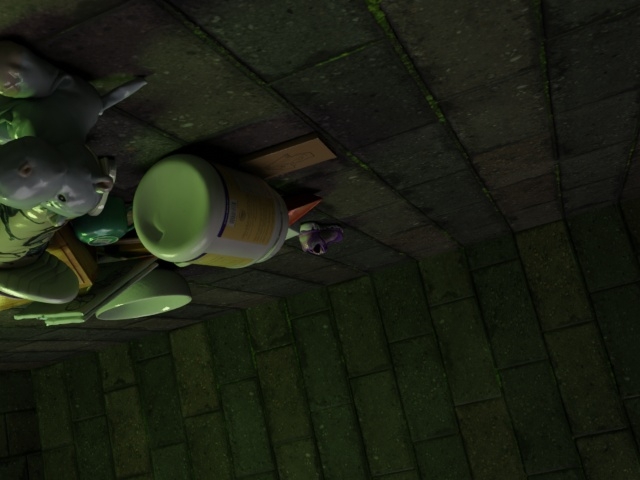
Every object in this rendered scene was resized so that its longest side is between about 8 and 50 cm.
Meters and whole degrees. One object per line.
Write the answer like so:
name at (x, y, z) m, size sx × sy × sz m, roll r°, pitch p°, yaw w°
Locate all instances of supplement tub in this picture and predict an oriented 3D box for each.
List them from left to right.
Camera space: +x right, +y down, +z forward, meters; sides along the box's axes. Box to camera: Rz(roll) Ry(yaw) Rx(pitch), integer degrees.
supplement tub at (-0.243, -0.058, 1.631) m, size 0.241 × 0.241 × 0.331 m, roll -19°, pitch 166°, yaw 25°

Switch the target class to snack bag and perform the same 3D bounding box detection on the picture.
snack bag at (-0.689, 0.148, 2.039) m, size 0.343 × 0.037 × 0.323 m, roll -7°, pitch -155°, yaw 33°

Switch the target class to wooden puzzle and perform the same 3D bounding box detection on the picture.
wooden puzzle at (-0.531, 0.026, 2.078) m, size 0.239 × 0.044 × 0.221 m, roll -10°, pitch 166°, yaw 19°

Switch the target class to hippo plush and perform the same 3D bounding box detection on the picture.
hippo plush at (-0.441, -0.139, 1.091) m, size 0.234 × 0.236 × 0.294 m, roll -21°, pitch 165°, yaw 31°

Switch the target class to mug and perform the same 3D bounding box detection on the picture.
mug at (-0.529, -0.047, 1.716) m, size 0.158 × 0.097 × 0.129 m, roll -12°, pitch 167°, yaw -1°

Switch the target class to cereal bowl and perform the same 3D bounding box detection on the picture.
cereal bowl at (-0.633, 0.176, 2.472) m, size 0.339 × 0.141 × 0.339 m, roll -12°, pitch 167°, yaw -3°

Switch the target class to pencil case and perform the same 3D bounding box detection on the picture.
pencil case at (-0.582, -0.070, 1.431) m, size 0.184 × 0.159 × 0.410 m, roll -22°, pitch 177°, yaw -43°

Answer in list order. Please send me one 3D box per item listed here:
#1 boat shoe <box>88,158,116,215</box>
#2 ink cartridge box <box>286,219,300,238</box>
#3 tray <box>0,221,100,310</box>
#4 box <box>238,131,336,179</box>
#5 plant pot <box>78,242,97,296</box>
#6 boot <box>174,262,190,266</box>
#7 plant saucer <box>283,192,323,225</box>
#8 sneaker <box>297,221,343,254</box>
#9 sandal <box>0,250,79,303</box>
boat shoe at (-0.494, -0.114, 1.513) m, size 0.063 × 0.066 × 0.184 m, roll 6°, pitch 152°, yaw -29°
ink cartridge box at (-0.206, -0.050, 2.177) m, size 0.189 × 0.066 × 0.232 m, roll -21°, pitch 144°, yaw 34°
tray at (-0.792, 0.069, 1.745) m, size 0.411 × 0.076 × 0.202 m, roll -15°, pitch 123°, yaw 12°
box at (-0.075, -0.200, 1.680) m, size 0.201 × 0.021 × 0.164 m, roll -17°, pitch 167°, yaw 14°
plant pot at (-0.721, 0.065, 1.897) m, size 0.165 × 0.166 × 0.167 m, roll 9°, pitch 156°, yaw -42°
boot at (-0.339, 0.042, 2.219) m, size 0.244 × 0.088 × 0.176 m, roll -24°, pitch 147°, yaw 39°
plant saucer at (-0.148, -0.047, 1.987) m, size 0.258 × 0.047 × 0.259 m, roll -37°, pitch 175°, yaw 31°
sneaker at (0.000, 0.000, 2.429) m, size 0.095 × 0.104 × 0.236 m, roll -23°, pitch 165°, yaw 33°
sandal at (-0.754, 0.070, 1.609) m, size 0.416 × 0.102 × 0.169 m, roll 19°, pitch -149°, yaw 2°
